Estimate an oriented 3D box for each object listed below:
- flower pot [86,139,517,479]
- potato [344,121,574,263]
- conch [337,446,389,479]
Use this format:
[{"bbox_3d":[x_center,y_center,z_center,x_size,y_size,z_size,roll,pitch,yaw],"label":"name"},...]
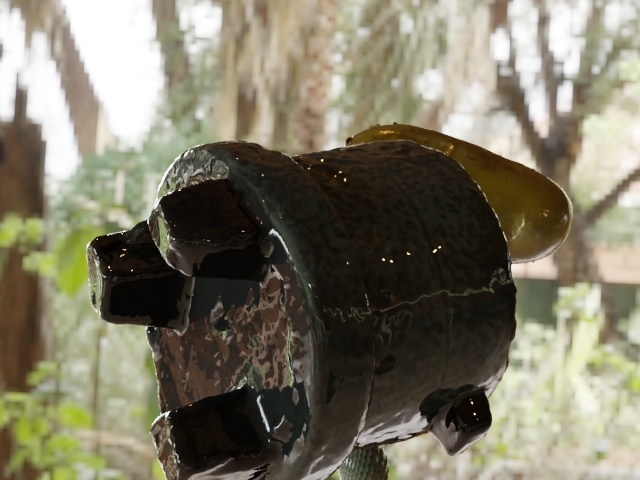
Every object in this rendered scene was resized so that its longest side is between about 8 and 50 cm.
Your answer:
[{"bbox_3d":[-0.028,0.071,1.383,0.283,0.299,0.299,-8,4,-34],"label":"flower pot"},{"bbox_3d":[0.165,-0.055,2.195,0.300,0.140,0.173,20,41,3],"label":"potato"},{"bbox_3d":[0.044,0.242,1.938,0.057,0.085,0.076,-29,23,30],"label":"conch"}]
